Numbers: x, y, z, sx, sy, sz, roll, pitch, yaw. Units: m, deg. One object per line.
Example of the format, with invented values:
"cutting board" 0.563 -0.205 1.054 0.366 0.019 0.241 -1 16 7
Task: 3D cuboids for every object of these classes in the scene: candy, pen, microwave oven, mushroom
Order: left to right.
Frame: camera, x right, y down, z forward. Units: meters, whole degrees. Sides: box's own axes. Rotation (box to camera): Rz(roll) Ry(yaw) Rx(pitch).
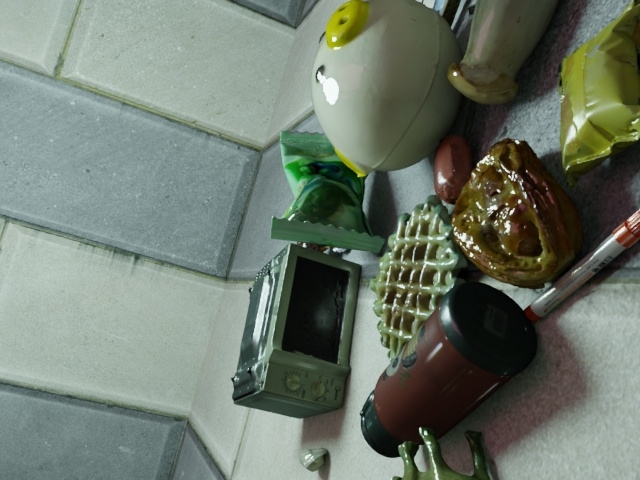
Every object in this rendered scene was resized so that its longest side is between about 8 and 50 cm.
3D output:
"microwave oven" -0.071 0.224 1.544 0.286 0.218 0.355 142 141 -59
"candy" 0.019 -0.136 1.540 0.172 0.262 0.398 110 167 -51
"mushroom" 0.338 -0.427 1.074 0.408 0.137 0.154 -64 31 6
"pen" 0.339 0.032 0.804 0.239 0.028 0.028 124 156 -43

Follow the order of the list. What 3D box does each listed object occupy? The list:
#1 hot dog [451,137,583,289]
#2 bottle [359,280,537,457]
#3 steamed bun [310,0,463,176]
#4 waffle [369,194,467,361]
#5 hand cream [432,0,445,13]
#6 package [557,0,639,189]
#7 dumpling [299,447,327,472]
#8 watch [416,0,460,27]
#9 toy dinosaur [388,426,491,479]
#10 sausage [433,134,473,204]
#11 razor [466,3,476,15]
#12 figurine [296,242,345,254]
"hot dog" 0.269 -0.045 0.914 0.175 0.114 0.259 -61 16 24
"bottle" 0.170 0.217 0.960 0.144 0.143 0.336 -92 25 -46
"steamed bun" 0.133 -0.319 1.296 0.374 0.333 0.334 -84 21 -46
"waffle" 0.178 0.077 1.188 0.309 0.056 0.292 -99 30 -52
"hand cream" 0.314 -0.637 1.481 0.088 0.055 0.256 -141 61 -64
"package" 0.368 -0.188 0.824 0.168 0.090 0.227 134 151 -60
"dumpling" -0.016 0.478 1.410 0.052 0.076 0.057 27 80 37
"watch" 0.232 -0.495 1.490 0.165 0.102 0.269 49 124 45
"toy dinosaur" 0.167 0.373 0.805 0.447 0.087 0.301 -42 24 16
"sausage" 0.244 -0.130 1.172 0.076 0.076 0.141 138 144 -58
"razor" 0.338 -0.458 1.254 0.191 0.037 0.068 -115 3 -70
"figurine" -0.001 0.001 1.707 0.175 0.115 0.240 -115 45 -64
